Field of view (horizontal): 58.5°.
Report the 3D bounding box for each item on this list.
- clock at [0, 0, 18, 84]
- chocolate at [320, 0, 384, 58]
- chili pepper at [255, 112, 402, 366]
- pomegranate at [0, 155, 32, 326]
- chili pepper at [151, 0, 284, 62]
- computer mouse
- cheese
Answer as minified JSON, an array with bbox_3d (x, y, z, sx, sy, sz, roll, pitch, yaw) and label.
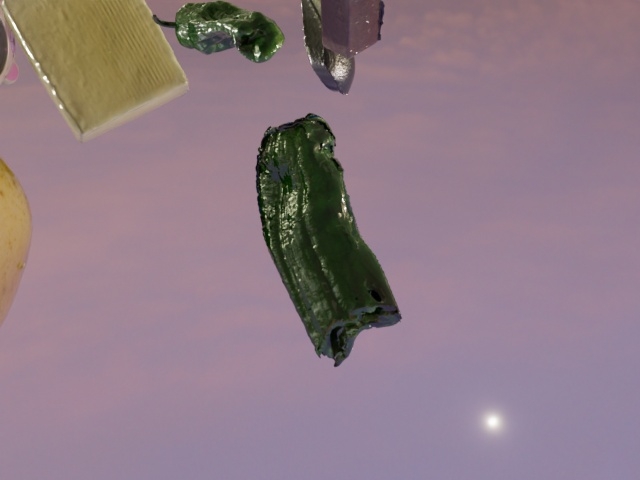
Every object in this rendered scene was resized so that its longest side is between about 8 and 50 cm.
[{"bbox_3d":[-0.854,-0.480,1.378,0.114,0.284,0.309,7,-156,6],"label":"clock"},{"bbox_3d":[0.059,-0.528,1.178,0.112,0.321,0.112,31,-118,22],"label":"chocolate"},{"bbox_3d":[0.000,0.000,0.518,0.098,0.224,0.061,-19,178,10],"label":"chili pepper"},{"bbox_3d":[-0.543,0.000,0.638,0.416,0.417,0.417,1,-146,0],"label":"pomegranate"},{"bbox_3d":[-0.139,-0.300,0.813,0.100,0.074,0.257,-35,-144,-26],"label":"chili pepper"},{"bbox_3d":[0.029,-0.520,1.485,0.087,0.168,0.295,-20,-112,26],"label":"computer mouse"},{"bbox_3d":[-0.417,-0.359,1.085,0.242,0.266,0.124,-31,-170,-19],"label":"cheese"}]
